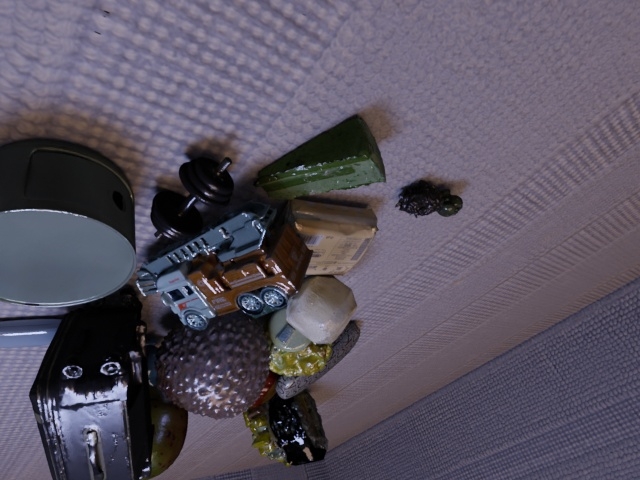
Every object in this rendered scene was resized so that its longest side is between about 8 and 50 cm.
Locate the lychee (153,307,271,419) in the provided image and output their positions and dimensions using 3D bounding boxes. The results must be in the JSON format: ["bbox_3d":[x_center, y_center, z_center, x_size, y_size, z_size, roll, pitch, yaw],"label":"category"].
[{"bbox_3d":[-0.264,0.303,1.035,0.301,0.299,0.299,-14,144,-10],"label":"lychee"}]

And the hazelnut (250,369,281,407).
[{"bbox_3d":[-0.232,0.454,1.346,0.181,0.181,0.212,-37,156,-32],"label":"hazelnut"}]

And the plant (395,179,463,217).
[{"bbox_3d":[0.258,-0.089,0.937,0.175,0.087,0.085,4,168,-24],"label":"plant"}]

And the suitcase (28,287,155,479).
[{"bbox_3d":[-0.469,0.350,0.870,0.195,0.283,0.432,-2,118,-17],"label":"suitcase"}]

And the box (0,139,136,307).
[{"bbox_3d":[-0.406,-0.021,0.618,0.227,0.149,0.226,-14,145,-10],"label":"box"}]

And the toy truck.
[{"bbox_3d":[-0.201,0.053,0.797,0.339,0.132,0.184,-19,119,26],"label":"toy truck"}]

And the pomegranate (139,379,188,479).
[{"bbox_3d":[-0.563,0.565,1.197,0.291,0.290,0.324,-39,153,24],"label":"pomegranate"}]

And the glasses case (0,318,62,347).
[{"bbox_3d":[-0.645,0.204,0.888,0.179,0.045,0.067,2,139,-30],"label":"glasses case"}]

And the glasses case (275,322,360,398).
[{"bbox_3d":[-0.001,0.398,1.358,0.355,0.085,0.137,-30,147,-32],"label":"glasses case"}]

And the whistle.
[{"bbox_3d":[-0.046,0.194,1.077,0.258,0.126,0.067,-52,176,-8],"label":"whistle"}]

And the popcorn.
[{"bbox_3d":[-0.075,0.306,1.201,0.222,0.183,0.204,12,116,-18],"label":"popcorn"}]

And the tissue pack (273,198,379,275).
[{"bbox_3d":[0.000,0.000,0.907,0.223,0.090,0.186,2,140,-31],"label":"tissue pack"}]

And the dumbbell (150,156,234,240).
[{"bbox_3d":[-0.221,-0.069,0.693,0.209,0.099,0.099,-40,141,23],"label":"dumbbell"}]

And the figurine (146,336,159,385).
[{"bbox_3d":[-0.503,0.310,1.070,0.145,0.114,0.178,-18,140,37],"label":"figurine"}]

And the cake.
[{"bbox_3d":[-0.003,-0.145,0.763,0.236,0.098,0.100,-10,150,22],"label":"cake"}]

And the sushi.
[{"bbox_3d":[-0.150,0.813,1.727,0.286,0.328,0.327,-29,149,2],"label":"sushi"}]

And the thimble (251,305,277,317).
[{"bbox_3d":[-0.138,0.117,0.967,0.091,0.118,0.135,-18,149,-2],"label":"thimble"}]

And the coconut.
[{"bbox_3d":[-0.007,0.159,0.979,0.161,0.162,0.161,-49,162,-22],"label":"coconut"}]
